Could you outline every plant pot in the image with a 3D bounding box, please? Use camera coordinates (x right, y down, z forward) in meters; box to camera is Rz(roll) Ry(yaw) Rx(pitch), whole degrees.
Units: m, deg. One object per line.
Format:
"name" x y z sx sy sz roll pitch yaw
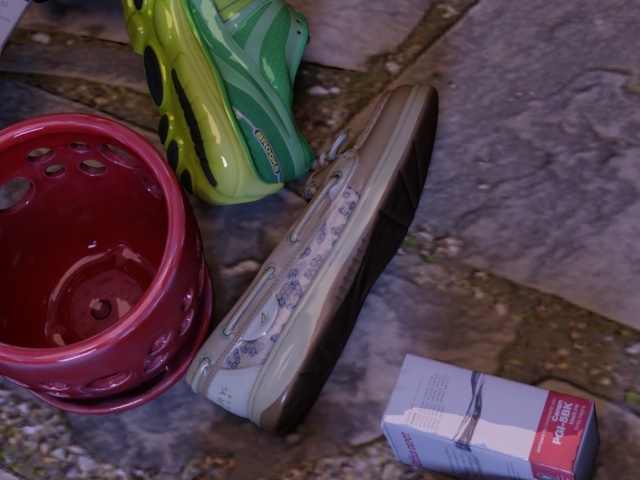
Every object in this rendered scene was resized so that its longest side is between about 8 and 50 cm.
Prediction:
"plant pot" -0.169 0.028 1.315 0.191 0.174 0.191 -5 65 10

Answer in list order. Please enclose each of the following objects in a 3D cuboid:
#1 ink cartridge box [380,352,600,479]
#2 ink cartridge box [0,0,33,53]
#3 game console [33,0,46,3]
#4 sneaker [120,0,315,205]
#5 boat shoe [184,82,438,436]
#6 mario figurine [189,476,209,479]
"ink cartridge box" 0.119 0.132 1.253 0.135 0.099 0.056 14 70 16
"ink cartridge box" -0.373 -0.063 1.377 0.175 0.069 0.371 19 61 10
"game console" -0.171 -0.245 1.497 0.107 0.071 0.122 -9 62 42
"sneaker" -0.079 -0.169 1.420 0.123 0.109 0.296 -5 77 -33
"boat shoe" 0.000 0.000 1.332 0.089 0.104 0.285 24 74 17
"mario figurine" -0.142 0.298 1.184 0.170 0.198 0.320 26 74 15
